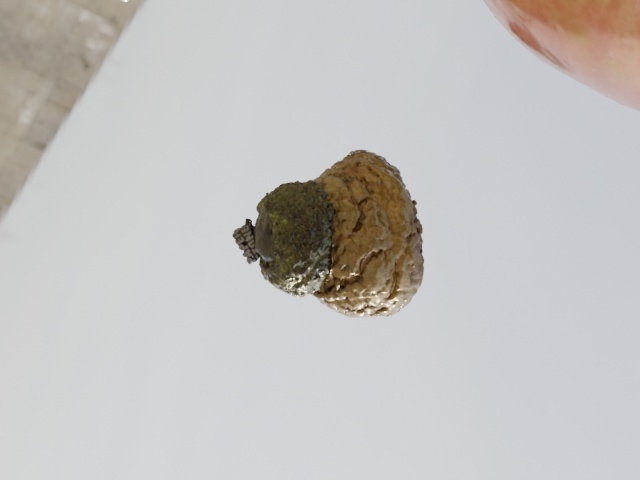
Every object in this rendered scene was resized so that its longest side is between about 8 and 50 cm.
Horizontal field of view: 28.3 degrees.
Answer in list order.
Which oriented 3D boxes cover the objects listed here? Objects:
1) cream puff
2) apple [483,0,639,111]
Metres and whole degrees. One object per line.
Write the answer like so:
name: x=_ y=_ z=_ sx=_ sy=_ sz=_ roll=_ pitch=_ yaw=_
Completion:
cream puff: x=0.000 y=0.000 z=1.338 sx=0.183 sy=0.169 sz=0.183 roll=172 pitch=-90 yaw=-70
apple: x=0.238 y=-0.244 z=0.664 sx=0.364 sy=0.364 sz=0.364 roll=-49 pitch=-153 yaw=36
